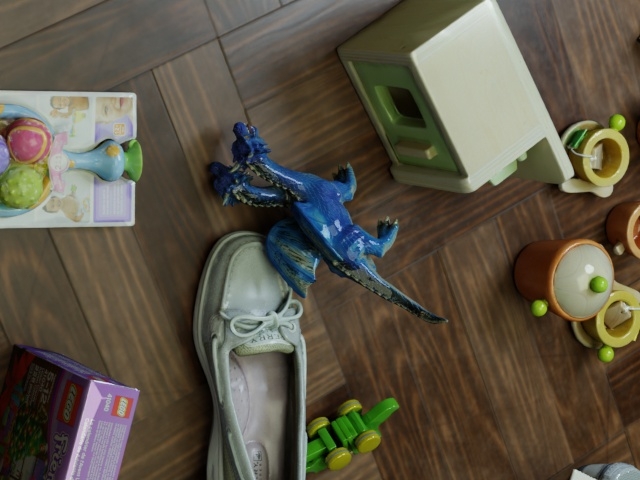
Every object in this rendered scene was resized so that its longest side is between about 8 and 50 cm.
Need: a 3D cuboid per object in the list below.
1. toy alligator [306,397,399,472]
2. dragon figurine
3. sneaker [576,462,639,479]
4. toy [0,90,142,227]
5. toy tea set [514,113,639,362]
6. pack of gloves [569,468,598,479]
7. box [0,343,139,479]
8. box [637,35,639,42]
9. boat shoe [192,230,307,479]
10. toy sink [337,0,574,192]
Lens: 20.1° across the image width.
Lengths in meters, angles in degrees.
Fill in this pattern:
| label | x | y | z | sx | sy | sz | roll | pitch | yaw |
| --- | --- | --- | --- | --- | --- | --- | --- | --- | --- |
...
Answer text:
| label | x | y | z | sx | sy | sz | roll | pitch | yaw |
| --- | --- | --- | --- | --- | --- | --- | --- | --- | --- |
| toy alligator | 0.005 | 0.232 | 1.991 | 0.189 | 0.056 | 0.051 | -30 | 146 | -6 |
| dragon figurine | 0.000 | 0.000 | 1.878 | 0.144 | 0.085 | 0.289 | -17 | 68 | -45 |
| sneaker | 0.364 | 0.390 | 2.200 | 0.094 | 0.091 | 0.258 | -11 | 98 | -31 |
| toy | -0.284 | -0.078 | 1.769 | 0.237 | 0.056 | 0.137 | -2 | 97 | -30 |
| toy tea set | 0.360 | -0.028 | 2.117 | 0.200 | 0.124 | 0.336 | 21 | 86 | -31 |
| pack of gloves | 0.335 | 0.409 | 2.101 | 0.195 | 0.046 | 0.232 | 29 | 77 | -30 |
| box | -0.273 | 0.260 | 1.740 | 0.057 | 0.201 | 0.293 | 15 | 89 | -31 |
| box | 0.434 | -0.254 | 2.165 | 0.052 | 0.062 | 0.083 | 43 | 75 | -27 |
| boat shoe | -0.062 | 0.149 | 1.895 | 0.118 | 0.103 | 0.320 | 3 | 86 | -31 |
| toy sink | 0.144 | -0.135 | 1.959 | 0.131 | 0.153 | 0.234 | -37 | 115 | -21 |
